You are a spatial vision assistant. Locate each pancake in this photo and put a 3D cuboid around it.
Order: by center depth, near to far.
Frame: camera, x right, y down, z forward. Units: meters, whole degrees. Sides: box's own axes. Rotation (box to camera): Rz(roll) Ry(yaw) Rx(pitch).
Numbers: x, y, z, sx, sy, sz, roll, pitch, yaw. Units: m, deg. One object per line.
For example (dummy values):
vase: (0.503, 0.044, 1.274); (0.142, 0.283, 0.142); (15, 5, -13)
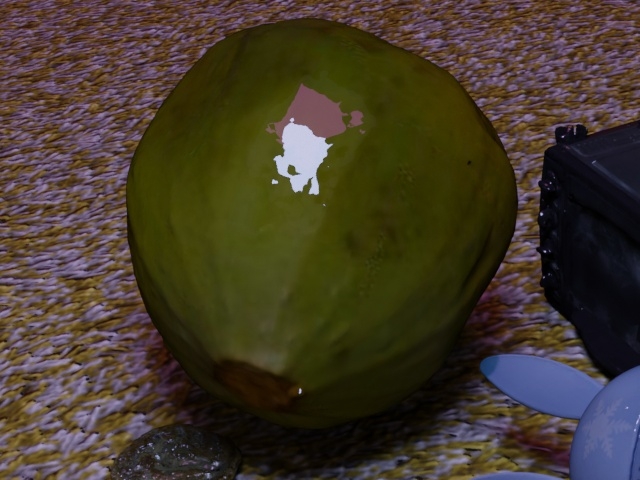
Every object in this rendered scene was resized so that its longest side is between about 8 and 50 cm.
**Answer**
pancake: (-0.116, 0.183, 1.246); (0.108, 0.017, 0.108); (-3, 34, 2)

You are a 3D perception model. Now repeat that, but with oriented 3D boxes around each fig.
fig: (-0.010, -0.003, 1.269); (0.343, 0.343, 0.343); (-4, 30, 2)

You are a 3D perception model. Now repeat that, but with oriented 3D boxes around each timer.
timer: (0.231, 0.167, 1.130); (0.175, 0.175, 0.255); (-24, 6, -29)

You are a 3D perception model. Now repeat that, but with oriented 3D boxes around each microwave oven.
microwave oven: (0.315, 0.011, 1.322); (0.188, 0.178, 0.247); (-14, 31, -19)
